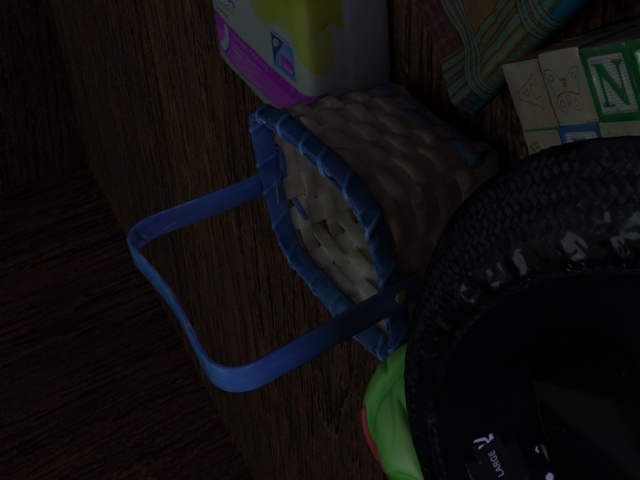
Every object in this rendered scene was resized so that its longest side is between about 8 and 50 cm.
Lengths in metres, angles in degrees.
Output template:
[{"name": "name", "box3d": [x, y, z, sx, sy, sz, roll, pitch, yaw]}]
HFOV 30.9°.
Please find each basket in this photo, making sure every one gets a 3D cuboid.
[{"name": "basket", "box3d": [0.000, 0.000, 0.984, 0.255, 0.289, 0.201, -131, 26, -51]}]

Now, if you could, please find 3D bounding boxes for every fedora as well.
[{"name": "fedora", "box3d": [0.193, 0.085, 0.430, 0.334, 0.152, 0.334, 30, 134, 36]}]

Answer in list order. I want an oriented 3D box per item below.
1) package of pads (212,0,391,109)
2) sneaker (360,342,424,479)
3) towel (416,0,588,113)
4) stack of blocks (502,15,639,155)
[{"name": "package of pads", "box3d": [-0.029, -0.259, 1.095, 0.229, 0.101, 0.296, 50, 154, 44]}, {"name": "sneaker", "box3d": [0.222, 0.211, 0.655, 0.483, 0.202, 0.185, 49, -169, -28]}, {"name": "towel", "box3d": [0.092, -0.247, 0.738, 0.370, 0.040, 0.271, 126, 126, -79]}, {"name": "stack of blocks", "box3d": [0.225, -0.037, 0.596, 0.297, 0.087, 0.171, 12, 122, 70]}]
